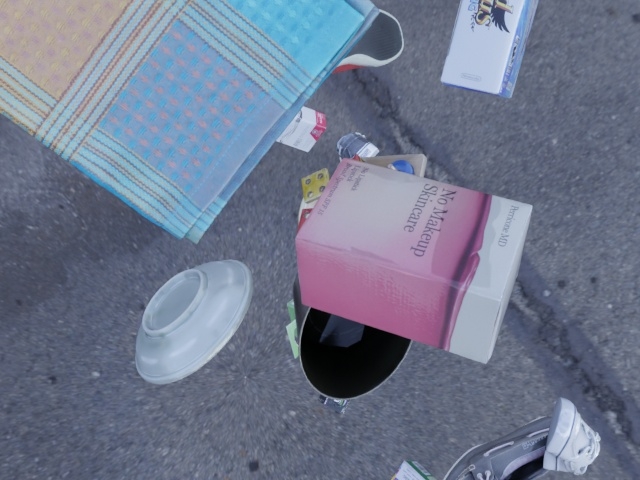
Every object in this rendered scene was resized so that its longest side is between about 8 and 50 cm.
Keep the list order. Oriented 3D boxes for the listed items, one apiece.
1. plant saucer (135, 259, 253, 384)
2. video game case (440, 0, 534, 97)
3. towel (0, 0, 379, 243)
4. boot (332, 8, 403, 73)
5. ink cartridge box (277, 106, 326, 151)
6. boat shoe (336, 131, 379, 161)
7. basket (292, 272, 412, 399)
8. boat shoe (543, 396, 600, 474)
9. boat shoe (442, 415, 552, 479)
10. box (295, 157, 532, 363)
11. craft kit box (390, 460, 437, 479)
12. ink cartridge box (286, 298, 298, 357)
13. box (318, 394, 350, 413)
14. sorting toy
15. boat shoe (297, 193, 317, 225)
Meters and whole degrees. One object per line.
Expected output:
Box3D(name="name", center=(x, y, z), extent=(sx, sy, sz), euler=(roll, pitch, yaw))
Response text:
Box3D(name="plant saucer", center=(-0.361, 0.186, 1.918), extent=(0.400, 0.400, 0.100), euler=(-49, 121, -12))
Box3D(name="video game case", center=(0.196, -0.272, 0.739), extent=(0.061, 0.269, 0.244), euler=(15, 104, 13))
Box3D(name="towel", center=(-0.175, -0.196, 0.590), extent=(0.370, 0.040, 0.271), euler=(36, 103, -15))
Box3D(name="boot", center=(0.004, -0.302, 1.158), extent=(0.244, 0.176, 0.088), euler=(-22, 102, -41))
Box3D(name="ink cartridge box", center=(-0.076, -0.322, 2.016), extent=(0.150, 0.109, 0.063), euler=(17, 49, -25))
Box3D(name="boat shoe", center=(0.094, -0.252, 2.042), extent=(0.102, 0.301, 0.108), euler=(45, 95, 1))
Box3D(name="basket", center=(0.035, 0.101, 1.083), extent=(0.154, 0.227, 0.204), euler=(23, 97, -12))
Box3D(name="boat shoe", center=(0.427, 0.334, 1.217), extent=(0.084, 0.258, 0.095), euler=(12, 68, 21))
Box3D(name="boat shoe", center=(0.409, 0.484, 1.569), extent=(0.335, 0.095, 0.112), euler=(-27, 93, -15))
Box3D(name="box", center=(0.106, 0.018, 0.835), extent=(0.232, 0.127, 0.148), euler=(16, 51, 17))
Box3D(name="craft kit box", center=(0.155, 0.512, 1.098), extent=(0.250, 0.061, 0.246), euler=(36, 96, 34))
Box3D(name="ink cartridge box", center=(-0.020, 0.180, 1.782), extent=(0.062, 0.109, 0.209), euler=(24, 49, 38))
Box3D(name="box", center=(0.044, 0.376, 1.798), extent=(0.062, 0.052, 0.083), euler=(29, 82, -14))
Box3D(name="sorting toy", center=(0.068, -0.070, 1.056), extent=(0.275, 0.046, 0.132), euler=(1, 68, 35))
Box3D(name="boat shoe", center=(0.000, 0.000, 1.807), extent=(0.098, 0.109, 0.302), euler=(-7, 49, 9))
